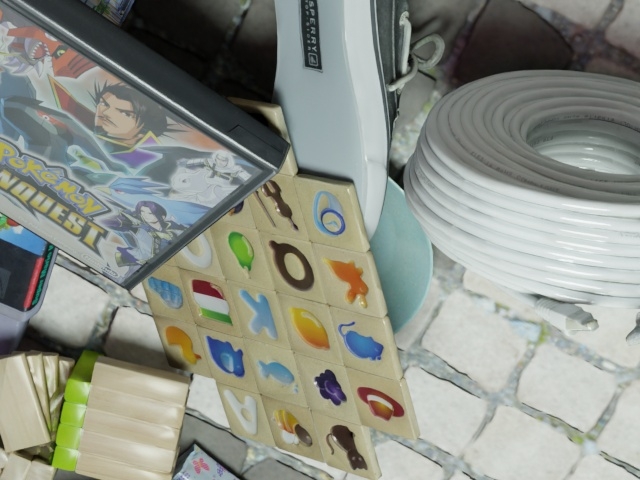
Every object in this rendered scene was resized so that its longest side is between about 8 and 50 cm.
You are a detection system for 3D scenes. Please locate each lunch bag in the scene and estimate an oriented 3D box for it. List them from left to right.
[{"bbox_3d":[-0.115,0.236,1.698,0.071,0.053,0.083,40,133,-9],"label":"lunch bag"}]

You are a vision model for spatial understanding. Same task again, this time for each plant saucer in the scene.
[{"bbox_3d":[0.000,0.000,1.528,0.195,0.037,0.195,7,122,12],"label":"plant saucer"}]

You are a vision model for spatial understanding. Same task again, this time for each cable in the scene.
[{"bbox_3d":[0.186,-0.041,1.319,0.257,0.257,0.089,27,124,33],"label":"cable"}]

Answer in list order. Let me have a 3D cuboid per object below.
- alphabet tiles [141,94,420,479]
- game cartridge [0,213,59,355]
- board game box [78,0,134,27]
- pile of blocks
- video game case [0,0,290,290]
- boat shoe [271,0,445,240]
[{"bbox_3d":[-0.053,0.034,1.506,0.285,0.011,0.342,12,127,42],"label":"alphabet tiles"},{"bbox_3d":[-0.312,-0.076,1.566,0.230,0.068,0.355,25,124,6],"label":"game cartridge"},{"bbox_3d":[-0.264,-0.216,1.367,0.194,0.060,0.194,-9,135,38],"label":"board game box"},{"bbox_3d":[-0.283,0.162,1.662,0.362,0.112,0.149,-11,104,5],"label":"pile of blocks"},{"bbox_3d":[-0.198,-0.085,1.419,0.275,0.035,0.248,33,143,-17],"label":"video game case"},{"bbox_3d":[0.025,-0.139,1.396,0.113,0.105,0.306,16,121,45],"label":"boat shoe"}]
